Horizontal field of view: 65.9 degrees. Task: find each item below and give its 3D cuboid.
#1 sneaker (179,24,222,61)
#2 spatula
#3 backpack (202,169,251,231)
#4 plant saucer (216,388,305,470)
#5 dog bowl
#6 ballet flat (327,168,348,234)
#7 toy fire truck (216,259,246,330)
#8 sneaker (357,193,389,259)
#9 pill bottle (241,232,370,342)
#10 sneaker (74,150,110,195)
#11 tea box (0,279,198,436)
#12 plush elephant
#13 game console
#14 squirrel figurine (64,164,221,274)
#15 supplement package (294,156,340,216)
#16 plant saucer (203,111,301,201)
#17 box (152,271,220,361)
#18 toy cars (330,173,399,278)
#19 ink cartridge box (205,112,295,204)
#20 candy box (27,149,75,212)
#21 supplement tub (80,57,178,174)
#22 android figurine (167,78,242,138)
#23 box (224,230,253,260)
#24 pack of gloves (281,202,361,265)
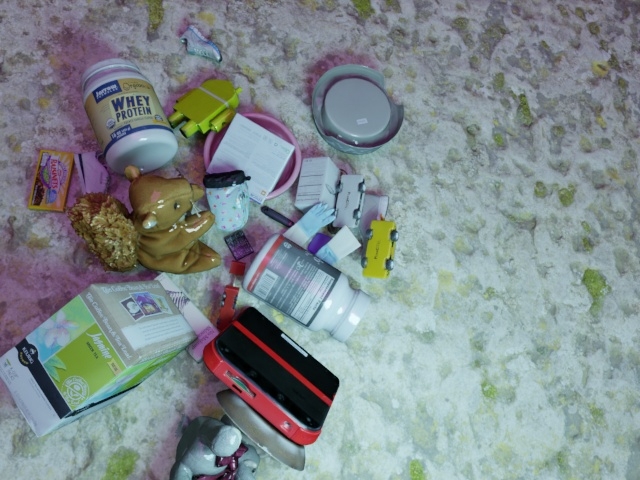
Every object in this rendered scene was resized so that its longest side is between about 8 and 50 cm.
[{"bbox_3d":[-0.443,-0.707,1.821,0.190,0.071,0.083,41,76,13],"label":"sneaker"},{"bbox_3d":[-0.075,-0.035,1.687,0.296,0.030,0.084,33,68,1],"label":"spatula"},{"bbox_3d":[-0.293,-0.121,1.564,0.151,0.115,0.182,-4,113,10],"label":"backpack"},{"bbox_3d":[-0.151,0.500,1.346,0.310,0.310,0.050,40,79,3],"label":"plant saucer"},{"bbox_3d":[0.131,-0.475,1.833,0.348,0.102,0.349,3,72,-9],"label":"dog bowl"},{"bbox_3d":[0.065,-0.142,1.734,0.084,0.058,0.250,11,71,-8],"label":"ballet flat"},{"bbox_3d":[-0.279,0.171,1.542,0.047,0.135,0.192,13,104,-7],"label":"toy fire truck"},{"bbox_3d":[0.158,-0.046,1.713,0.120,0.099,0.263,12,65,5],"label":"sneaker"},{"bbox_3d":[-0.043,0.152,1.537,0.362,0.210,0.210,32,69,0],"label":"pill bottle"},{"bbox_3d":[-0.720,-0.183,1.584,0.094,0.090,0.235,-12,76,-24],"label":"sneaker"},{"bbox_3d":[-0.557,0.282,1.282,0.323,0.329,0.220,-39,82,6],"label":"tea box"},{"bbox_3d":[-0.259,0.606,1.338,0.255,0.330,0.272,36,81,-22],"label":"plush elephant"},{"bbox_3d":[-0.127,0.373,1.416,0.386,0.342,0.060,40,106,2],"label":"game console"},{"bbox_3d":[-0.505,-0.048,1.419,0.396,0.370,0.281,-15,76,-11],"label":"squirrel figurine"},{"bbox_3d":[-0.008,-0.181,1.688,0.105,0.105,0.180,-1,69,27],"label":"supplement package"},{"bbox_3d":[-0.234,-0.280,1.708,0.331,0.084,0.333,3,72,-10],"label":"plant saucer"},{"bbox_3d":[-0.421,0.235,1.497,0.275,0.094,0.113,44,70,6],"label":"box"},{"bbox_3d":[0.151,-0.044,1.618,0.176,0.087,0.394,-37,61,13],"label":"toy cars"},{"bbox_3d":[-0.229,-0.265,1.616,0.223,0.045,0.224,31,97,0],"label":"ink cartridge box"},{"bbox_3d":[-0.861,-0.191,1.586,0.105,0.027,0.206,5,72,-13],"label":"candy box"},{"bbox_3d":[-0.621,-0.396,1.593,0.228,0.228,0.316,-23,78,-17],"label":"supplement tub"},{"bbox_3d":[-0.392,-0.463,1.702,0.248,0.056,0.273,33,68,31],"label":"android figurine"},{"bbox_3d":[-0.270,0.017,1.637,0.067,0.018,0.083,-29,80,-18],"label":"box"},{"bbox_3d":[0.000,0.000,1.627,0.195,0.232,0.046,53,27,6],"label":"pack of gloves"}]
